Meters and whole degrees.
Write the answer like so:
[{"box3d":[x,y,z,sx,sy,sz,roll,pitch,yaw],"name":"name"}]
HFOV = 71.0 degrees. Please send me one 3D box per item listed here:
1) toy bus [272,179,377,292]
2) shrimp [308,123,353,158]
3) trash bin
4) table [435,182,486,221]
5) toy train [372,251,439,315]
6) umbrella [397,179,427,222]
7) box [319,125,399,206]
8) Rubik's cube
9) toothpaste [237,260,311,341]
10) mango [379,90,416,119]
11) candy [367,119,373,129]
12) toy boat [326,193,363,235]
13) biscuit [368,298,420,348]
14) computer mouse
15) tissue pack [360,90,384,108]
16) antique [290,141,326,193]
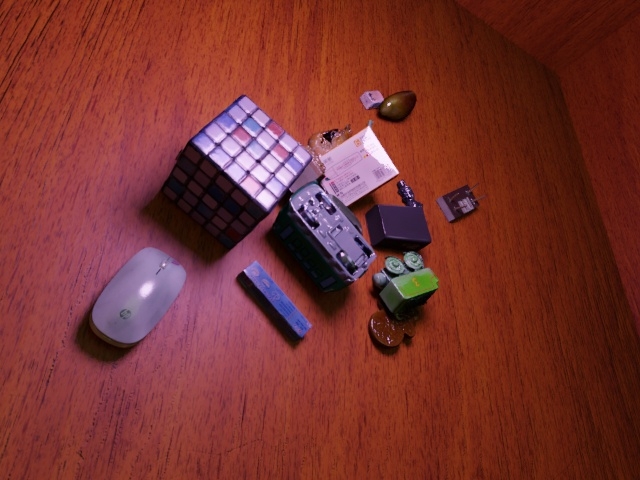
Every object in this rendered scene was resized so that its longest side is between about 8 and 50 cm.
[{"box3d":[0.000,0.000,1.480,0.343,0.199,0.183,51,47,-2],"name":"toy bus"},{"box3d":[0.042,-0.403,1.817,0.152,0.063,0.287,31,53,-4],"name":"shrimp"},{"box3d":[0.306,-0.053,1.778,0.225,0.115,0.165,5,63,-31],"name":"trash bin"},{"box3d":[0.671,-0.192,2.102,0.240,0.111,0.122,-24,83,-40],"name":"table"},{"box3d":[0.310,0.151,1.635,0.243,0.132,0.188,-13,57,-36],"name":"toy train"},{"box3d":[0.396,-0.163,1.930,0.224,0.071,0.080,67,11,19],"name":"umbrella"},{"box3d":[0.123,-0.262,1.678,0.274,0.091,0.221,-30,86,1],"name":"box"},{"box3d":[-0.250,-0.199,1.353,0.293,0.292,0.287,40,51,-8],"name":"Rubik's cube"},{"box3d":[-0.142,0.189,1.385,0.272,0.053,0.066,49,45,-3],"name":"toothpaste"},{"box3d":[0.370,-0.631,2.108,0.111,0.133,0.267,45,45,16],"name":"mango"},{"box3d":[0.184,-0.386,1.889,0.119,0.119,0.440,31,45,-18],"name":"candy"},{"box3d":[0.081,-0.071,1.613,0.260,0.078,0.085,42,50,-46],"name":"toy boat"},{"box3d":[0.262,0.291,1.614,0.236,0.039,0.180,-33,80,-41],"name":"biscuit"},{"box3d":[-0.464,0.138,1.160,0.159,0.097,0.288,37,52,-11],"name":"computer mouse"},{"box3d":[0.241,-0.651,2.076,0.094,0.059,0.074,-22,78,-40],"name":"tissue pack"},{"box3d":[-0.067,-0.249,1.568,0.147,0.148,0.152,52,8,-1],"name":"antique"}]
